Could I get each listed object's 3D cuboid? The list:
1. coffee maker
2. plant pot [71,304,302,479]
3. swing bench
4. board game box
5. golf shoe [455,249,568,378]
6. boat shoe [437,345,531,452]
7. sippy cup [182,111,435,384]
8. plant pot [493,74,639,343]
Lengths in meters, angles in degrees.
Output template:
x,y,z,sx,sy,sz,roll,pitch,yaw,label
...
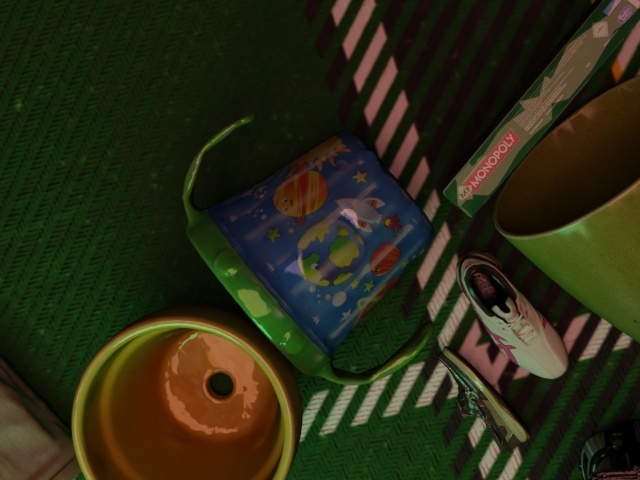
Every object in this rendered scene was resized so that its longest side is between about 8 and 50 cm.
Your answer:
x,y,z,sx,sy,sz,roll,pitch,yaw,label
0.387,0.286,1.644,0.171,0.178,0.120,18,103,7,coffee maker
-0.137,0.190,1.664,0.254,0.239,0.254,1,98,8,plant pot
-0.462,0.270,1.755,0.255,0.165,0.253,-43,91,11,swing bench
0.255,-0.170,1.574,0.046,0.213,0.317,39,101,0,board game box
0.224,0.096,1.683,0.067,0.086,0.186,-41,93,10,golf shoe
0.190,0.194,1.717,0.049,0.056,0.152,-42,92,6,boat shoe
0.000,0.000,1.638,0.224,0.240,0.305,-41,130,0,sippy cup
0.390,0.006,1.578,0.275,0.275,0.293,-38,107,11,plant pot
